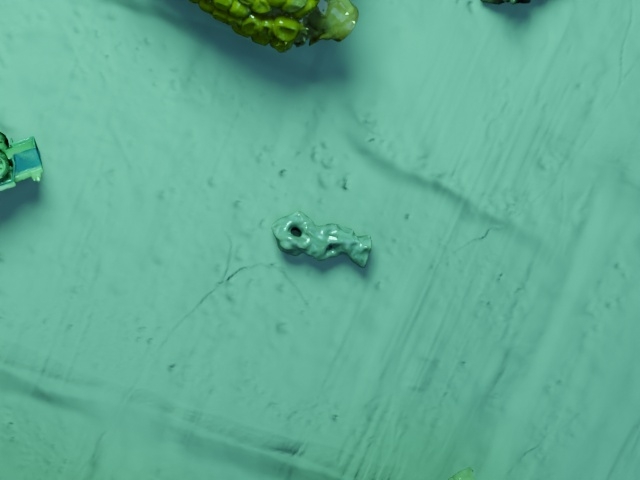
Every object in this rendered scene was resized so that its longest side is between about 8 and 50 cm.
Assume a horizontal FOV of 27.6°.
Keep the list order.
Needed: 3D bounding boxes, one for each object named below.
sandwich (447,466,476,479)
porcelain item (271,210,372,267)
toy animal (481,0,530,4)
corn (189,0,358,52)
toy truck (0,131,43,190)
[{"bbox_3d":[0.059,0.333,1.049,0.131,0.262,0.325,44,97,18],"label":"sandwich"},{"bbox_3d":[0.000,0.000,1.062,0.083,0.028,0.036,15,87,-12],"label":"porcelain item"},{"bbox_3d":[0.157,-0.280,0.950,0.073,0.217,0.176,28,84,22],"label":"toy animal"},{"bbox_3d":[-0.104,-0.249,0.922,0.322,0.119,0.119,33,99,-13],"label":"corn"},{"bbox_3d":[-0.291,-0.023,0.990,0.175,0.067,0.081,-20,115,-6],"label":"toy truck"}]
